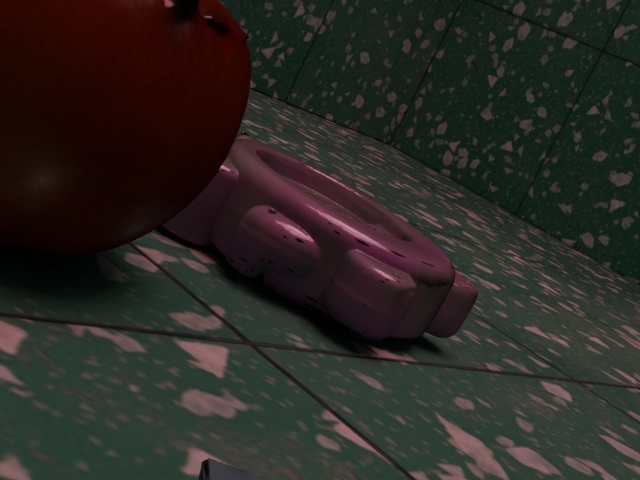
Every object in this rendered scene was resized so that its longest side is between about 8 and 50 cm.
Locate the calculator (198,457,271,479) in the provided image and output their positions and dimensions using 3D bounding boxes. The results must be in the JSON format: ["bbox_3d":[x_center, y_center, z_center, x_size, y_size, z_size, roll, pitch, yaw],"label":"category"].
[{"bbox_3d":[0.027,0.136,0.438,0.172,0.018,0.057,24,9,-15],"label":"calculator"}]

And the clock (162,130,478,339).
[{"bbox_3d":[0.000,0.000,0.869,0.248,0.090,0.227,34,13,27],"label":"clock"}]

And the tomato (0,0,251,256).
[{"bbox_3d":[-0.167,-0.112,0.617,0.256,0.224,0.256,30,10,-6],"label":"tomato"}]
